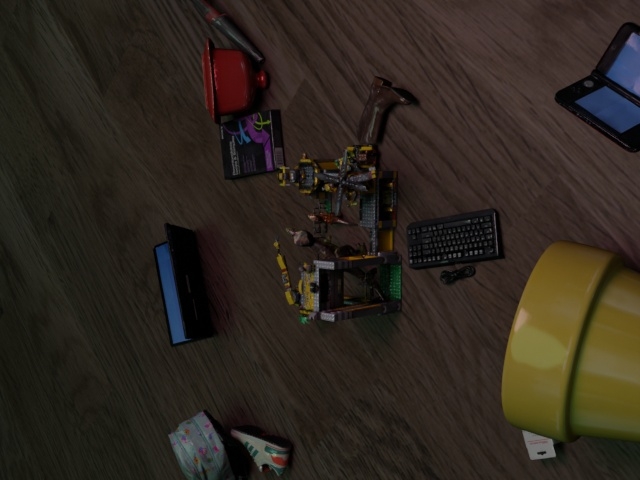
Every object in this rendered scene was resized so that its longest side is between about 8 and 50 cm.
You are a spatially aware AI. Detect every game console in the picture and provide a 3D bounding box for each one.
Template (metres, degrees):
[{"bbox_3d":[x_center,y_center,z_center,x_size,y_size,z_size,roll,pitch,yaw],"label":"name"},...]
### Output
[{"bbox_3d":[0.401,-0.201,1.197,0.144,0.124,0.085,45,150,34],"label":"game console"}]

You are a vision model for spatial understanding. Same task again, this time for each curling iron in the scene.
[{"bbox_3d":[-0.193,-0.437,1.814,0.274,0.068,0.035,47,124,26],"label":"curling iron"}]

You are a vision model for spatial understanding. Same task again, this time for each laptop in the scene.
[{"bbox_3d":[-0.315,0.101,1.928,0.136,0.264,0.234,-13,84,9],"label":"laptop"}]

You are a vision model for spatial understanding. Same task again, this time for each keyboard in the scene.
[{"bbox_3d":[0.209,0.015,1.459,0.180,0.023,0.108,-10,87,47],"label":"keyboard"}]

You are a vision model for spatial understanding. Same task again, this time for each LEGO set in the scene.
[{"bbox_3d":[0.000,0.000,1.551,0.255,0.192,0.331,17,106,44],"label":"LEGO set"}]

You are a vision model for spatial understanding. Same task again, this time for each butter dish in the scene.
[{"bbox_3d":[-0.160,-0.303,1.752,0.160,0.118,0.160,-115,21,-84],"label":"butter dish"}]

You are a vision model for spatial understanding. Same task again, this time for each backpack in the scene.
[{"bbox_3d":[-0.232,0.426,1.849,0.152,0.115,0.182,44,158,30],"label":"backpack"}]

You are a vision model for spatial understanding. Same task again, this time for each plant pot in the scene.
[{"bbox_3d":[0.383,0.148,1.148,0.239,0.254,0.254,16,105,29],"label":"plant pot"}]

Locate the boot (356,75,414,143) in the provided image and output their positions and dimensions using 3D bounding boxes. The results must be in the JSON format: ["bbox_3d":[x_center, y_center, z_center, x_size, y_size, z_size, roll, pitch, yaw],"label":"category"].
[{"bbox_3d":[0.104,-0.203,1.535,0.106,0.037,0.114,45,122,49],"label":"boot"}]

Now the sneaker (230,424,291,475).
[{"bbox_3d":[-0.124,0.415,1.817,0.161,0.057,0.075,9,95,42],"label":"sneaker"}]

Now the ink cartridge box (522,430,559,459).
[{"bbox_3d":[0.324,0.277,1.358,0.048,0.028,0.083,-22,78,45],"label":"ink cartridge box"}]

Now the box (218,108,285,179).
[{"bbox_3d":[-0.135,-0.184,1.792,0.162,0.029,0.116,-7,89,48],"label":"box"}]
